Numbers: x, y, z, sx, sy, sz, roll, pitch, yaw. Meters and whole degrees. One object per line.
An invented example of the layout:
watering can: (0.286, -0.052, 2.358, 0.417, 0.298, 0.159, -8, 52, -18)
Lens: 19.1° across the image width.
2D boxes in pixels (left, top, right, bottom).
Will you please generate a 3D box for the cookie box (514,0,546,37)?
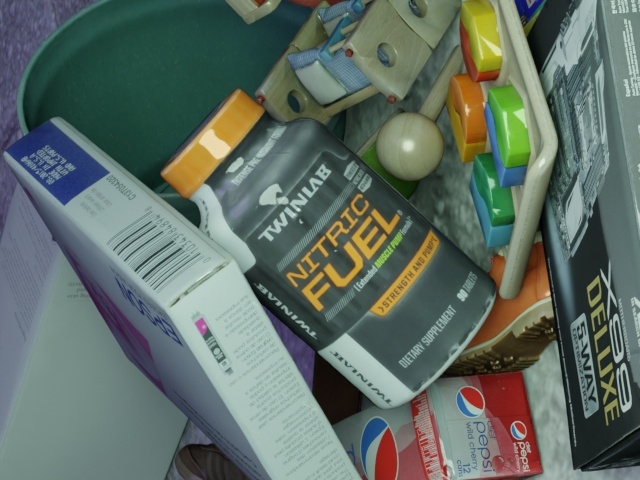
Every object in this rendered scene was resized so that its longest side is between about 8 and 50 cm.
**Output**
cookie box: (0.175, -0.215, 1.406, 0.092, 0.040, 0.107, -45, 51, 53)

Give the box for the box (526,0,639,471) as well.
box: (0.203, -0.020, 1.227, 0.242, 0.077, 0.307, 109, 155, -75)

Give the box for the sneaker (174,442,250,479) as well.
sneaker: (-0.075, 0.224, 1.859, 0.188, 0.066, 0.071, 26, 95, 54)

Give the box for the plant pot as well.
plant pot: (-0.110, -0.074, 1.728, 0.196, 0.293, 0.293, 81, 165, -45)

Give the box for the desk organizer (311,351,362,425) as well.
desk organizer: (0.004, 0.143, 1.705, 0.047, 0.050, 0.130, 14, 102, 61)

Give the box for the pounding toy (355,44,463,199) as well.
pounding toy: (0.057, -0.022, 1.541, 0.110, 0.183, 0.237, 43, 125, -2)

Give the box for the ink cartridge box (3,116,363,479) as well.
ink cartridge box: (-0.094, 0.090, 1.478, 0.324, 0.071, 0.330, 35, 157, 54)

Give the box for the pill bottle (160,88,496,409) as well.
pill bottle: (0.000, 0.000, 1.393, 0.130, 0.246, 0.130, -47, 7, 8)

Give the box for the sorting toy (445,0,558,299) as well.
sorting toy: (0.124, -0.088, 1.357, 0.193, 0.038, 0.208, 94, 170, -60)

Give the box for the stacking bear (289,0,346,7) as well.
stacking bear: (0.014, -0.357, 1.604, 0.289, 0.164, 0.175, -51, 46, 43)

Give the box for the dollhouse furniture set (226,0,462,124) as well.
dollhouse furniture set: (-0.010, -0.195, 1.540, 0.129, 0.183, 0.129, -24, 28, 48)

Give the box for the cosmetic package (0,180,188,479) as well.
cosmetic package: (-0.233, 0.092, 1.982, 0.385, 0.217, 0.156, -65, 37, 34)

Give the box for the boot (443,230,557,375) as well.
boot: (0.142, 0.051, 1.452, 0.158, 0.059, 0.084, -38, 53, 46)

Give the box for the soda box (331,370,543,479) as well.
soda box: (0.068, 0.178, 1.540, 0.263, 0.092, 0.083, -33, 63, 58)
